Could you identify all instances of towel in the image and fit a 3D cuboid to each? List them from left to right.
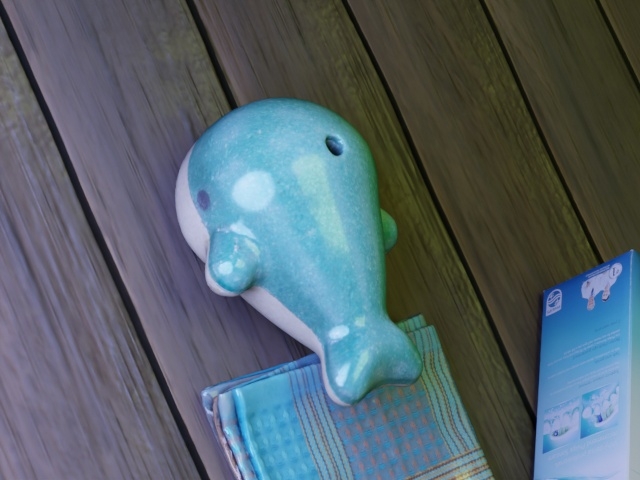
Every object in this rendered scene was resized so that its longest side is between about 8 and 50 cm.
[{"bbox_3d":[0.072,0.258,1.511,0.271,0.040,0.370,-17,80,-44],"label":"towel"}]

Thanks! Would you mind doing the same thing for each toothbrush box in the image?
[{"bbox_3d":[0.322,0.193,1.704,0.216,0.126,0.296,28,52,-30],"label":"toothbrush box"}]

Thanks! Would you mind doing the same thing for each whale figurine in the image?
[{"bbox_3d":[0.000,0.000,1.489,0.216,0.141,0.272,-12,65,-44],"label":"whale figurine"}]
